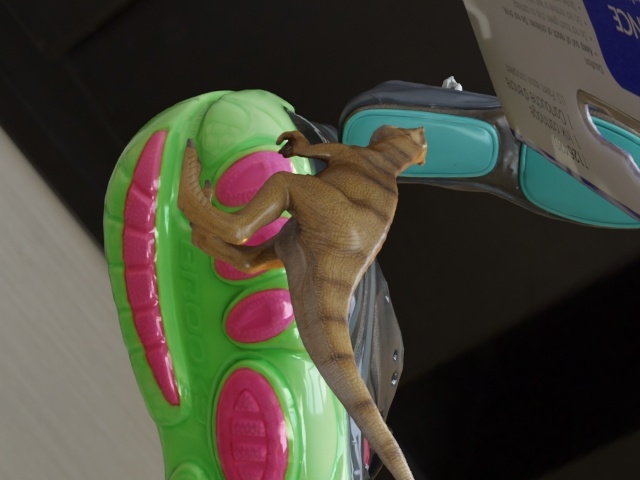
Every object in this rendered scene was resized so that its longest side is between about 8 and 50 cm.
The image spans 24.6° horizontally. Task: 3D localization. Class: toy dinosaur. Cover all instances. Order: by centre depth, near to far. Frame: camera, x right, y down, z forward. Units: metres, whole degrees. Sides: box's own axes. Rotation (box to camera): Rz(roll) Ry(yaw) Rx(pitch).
[{"bbox_3d":[0.000,0.000,0.577,0.112,0.064,0.211,8,-140,7],"label":"toy dinosaur"}]

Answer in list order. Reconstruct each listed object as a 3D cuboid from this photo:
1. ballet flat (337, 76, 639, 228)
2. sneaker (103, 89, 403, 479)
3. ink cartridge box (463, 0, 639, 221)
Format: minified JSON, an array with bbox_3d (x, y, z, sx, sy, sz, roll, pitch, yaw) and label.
[{"bbox_3d":[0.112,-0.056,0.839,0.203,0.074,0.074,10,-154,9],"label":"ballet flat"},{"bbox_3d":[-0.015,0.147,0.911,0.185,0.482,0.202,8,-167,28],"label":"sneaker"},{"bbox_3d":[0.080,-0.137,0.449,0.072,0.307,0.303,-32,-156,-3],"label":"ink cartridge box"}]
